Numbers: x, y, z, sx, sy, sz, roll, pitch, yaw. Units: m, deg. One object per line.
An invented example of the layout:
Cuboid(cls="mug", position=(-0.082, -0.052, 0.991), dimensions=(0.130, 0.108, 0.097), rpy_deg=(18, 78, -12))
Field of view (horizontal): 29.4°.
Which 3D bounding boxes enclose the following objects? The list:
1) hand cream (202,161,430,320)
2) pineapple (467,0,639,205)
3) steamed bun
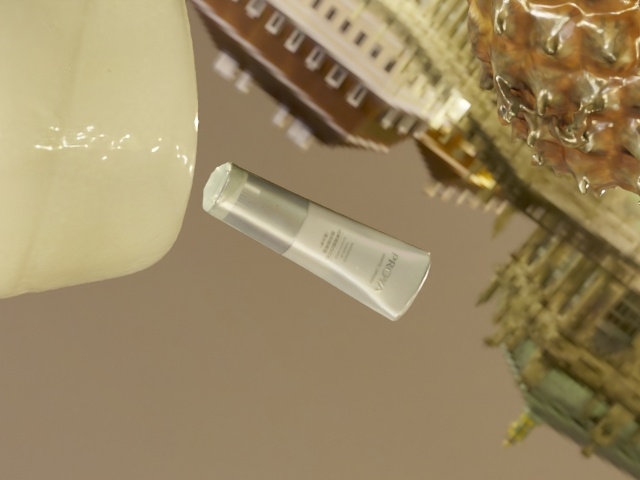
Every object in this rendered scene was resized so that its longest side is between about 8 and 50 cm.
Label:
Cuboid(cls="hand cream", position=(0.000, 0.000, 1.207), dimensions=(0.255, 0.079, 0.048), rpy_deg=(27, -178, -26))
Cuboid(cls="pineapple", position=(0.164, -0.098, 0.644), dimensions=(0.193, 0.166, 0.166), rpy_deg=(51, -171, -22))
Cuboid(cls="steamed bun", position=(-0.154, -0.061, 0.648), dimensions=(0.146, 0.242, 0.164), rpy_deg=(-11, -113, -25))
